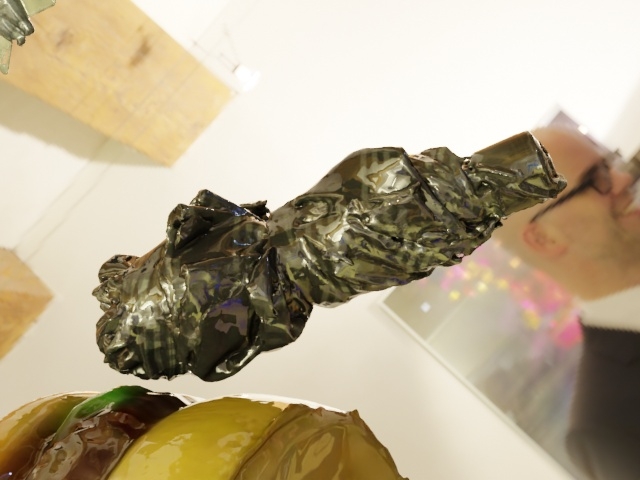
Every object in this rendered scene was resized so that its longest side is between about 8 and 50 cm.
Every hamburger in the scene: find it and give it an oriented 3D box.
[{"bbox_3d":[-0.106,0.291,0.736,0.277,0.396,0.395,-4,0,25],"label":"hamburger"}]

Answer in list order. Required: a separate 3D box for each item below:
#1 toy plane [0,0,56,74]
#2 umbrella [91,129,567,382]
[{"bbox_3d":[-0.366,-0.283,1.011,0.192,0.262,0.088,-46,2,25],"label":"toy plane"},{"bbox_3d":[-0.005,0.001,0.732,0.336,0.128,0.154,-23,1,20],"label":"umbrella"}]
